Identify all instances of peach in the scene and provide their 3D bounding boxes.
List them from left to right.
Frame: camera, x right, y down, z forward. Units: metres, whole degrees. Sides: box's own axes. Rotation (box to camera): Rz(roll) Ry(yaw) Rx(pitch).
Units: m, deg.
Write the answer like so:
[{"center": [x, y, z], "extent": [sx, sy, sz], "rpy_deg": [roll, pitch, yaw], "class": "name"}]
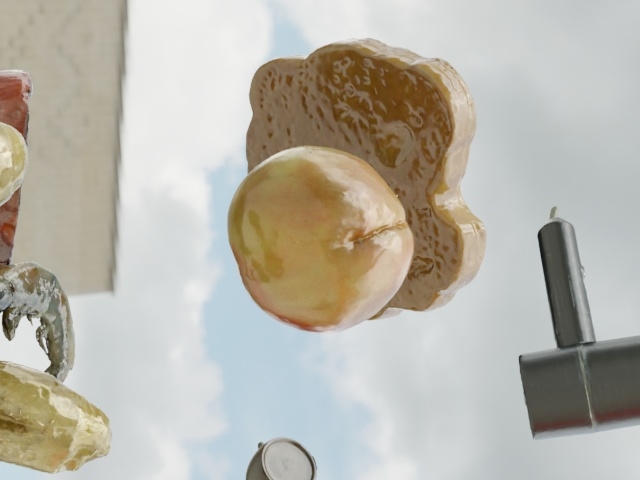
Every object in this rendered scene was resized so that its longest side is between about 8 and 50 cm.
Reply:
[{"center": [0.000, 0.000, 1.584], "extent": [0.184, 0.184, 0.184], "rpy_deg": [20, -67, 59], "class": "peach"}]

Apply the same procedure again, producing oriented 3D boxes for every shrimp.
[{"center": [-0.314, 0.106, 1.652], "extent": [0.035, 0.195, 0.148], "rpy_deg": [-7, -80, 45], "class": "shrimp"}]

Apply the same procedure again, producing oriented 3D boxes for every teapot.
[{"center": [-0.050, 0.281, 1.952], "extent": [0.068, 0.076, 0.121], "rpy_deg": [-48, -132, 44], "class": "teapot"}]

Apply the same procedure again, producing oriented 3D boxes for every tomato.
[{"center": [-0.350, -0.069, 1.752], "extent": [0.225, 0.085, 0.225], "rpy_deg": [-174, -90, -73], "class": "tomato"}]

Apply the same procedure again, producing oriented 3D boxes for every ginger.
[{"center": [-0.392, 0.066, 1.474], "extent": [0.122, 0.348, 0.363], "rpy_deg": [121, -47, -70], "class": "ginger"}]

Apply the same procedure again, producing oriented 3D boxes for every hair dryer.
[{"center": [0.216, 0.058, 1.389], "extent": [0.071, 0.124, 0.219], "rpy_deg": [73, 8, -52], "class": "hair dryer"}]

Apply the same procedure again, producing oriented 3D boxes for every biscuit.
[{"center": [0.052, -0.067, 1.825], "extent": [0.351, 0.057, 0.312], "rpy_deg": [-13, -83, 50], "class": "biscuit"}]
